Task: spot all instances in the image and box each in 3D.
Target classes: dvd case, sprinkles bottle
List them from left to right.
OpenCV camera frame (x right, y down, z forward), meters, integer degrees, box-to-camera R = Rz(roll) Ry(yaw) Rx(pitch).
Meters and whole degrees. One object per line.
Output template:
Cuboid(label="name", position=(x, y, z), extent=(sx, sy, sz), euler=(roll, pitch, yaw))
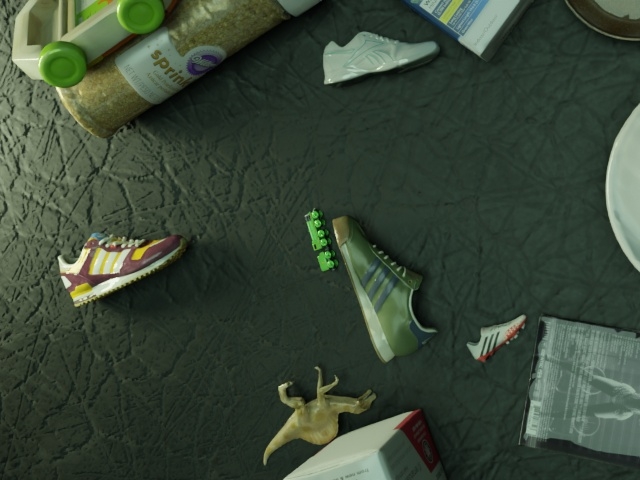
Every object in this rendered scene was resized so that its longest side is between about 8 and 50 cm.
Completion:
Cuboid(label="sprinkles bottle", position=(-0.169, -0.268, 1.382), extent=(0.355, 0.121, 0.121), euler=(-30, 84, 15))
Cuboid(label="dvd case", position=(0.362, 0.188, 1.303), extent=(0.221, 0.018, 0.164), euler=(10, 94, 16))

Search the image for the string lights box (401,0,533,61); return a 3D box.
Cuboid(label="string lights box", position=(0.135, -0.347, 1.314), extent=(0.260, 0.077, 0.133), euler=(38, 103, 11))

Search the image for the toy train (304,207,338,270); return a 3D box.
Cuboid(label="toy train", position=(0.000, 0.000, 1.398), extent=(0.024, 0.017, 0.083), euler=(-19, 87, 26))

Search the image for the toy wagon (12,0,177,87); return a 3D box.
Cuboid(label="toy wagon", position=(-0.241, -0.332, 1.352), extent=(0.344, 0.068, 0.267), euler=(-30, 40, 14))

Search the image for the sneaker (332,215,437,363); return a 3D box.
Cuboid(label="sneaker", position=(0.086, 0.051, 1.356), extent=(0.086, 0.064, 0.192), euler=(-20, 87, 8))

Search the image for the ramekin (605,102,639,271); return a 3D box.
Cuboid(label="ramekin", position=(0.461, -0.059, 1.182), extent=(0.273, 0.127, 0.273), euler=(0, 91, 31))

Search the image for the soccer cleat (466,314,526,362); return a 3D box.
Cuboid(label="soccer cleat", position=(0.217, 0.115, 1.336), extent=(0.083, 0.029, 0.035), euler=(-44, 85, 18))

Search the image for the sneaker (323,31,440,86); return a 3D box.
Cuboid(label="sneaker", position=(0.072, -0.235, 1.349), extent=(0.152, 0.054, 0.061), euler=(-9, 87, 17))

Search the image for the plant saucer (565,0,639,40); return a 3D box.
Cuboid(label="plant saucer", position=(0.375, -0.331, 1.268), extent=(0.198, 0.036, 0.198), euler=(1, 93, 17))

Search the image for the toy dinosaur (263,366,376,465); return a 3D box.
Cuboid(label="toy dinosaur", position=(-0.022, 0.224, 1.395), extent=(0.183, 0.053, 0.092), euler=(-30, 86, 15))

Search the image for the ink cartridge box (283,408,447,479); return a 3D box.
Cuboid(label="ink cartridge box", position=(0.095, 0.379, 1.279), extent=(0.131, 0.226, 0.306), euler=(-23, 87, 17))

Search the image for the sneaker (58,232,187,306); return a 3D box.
Cuboid(label="sneaker", position=(-0.269, 0.019, 1.448), extent=(0.185, 0.069, 0.084), euler=(-26, 91, 14))
